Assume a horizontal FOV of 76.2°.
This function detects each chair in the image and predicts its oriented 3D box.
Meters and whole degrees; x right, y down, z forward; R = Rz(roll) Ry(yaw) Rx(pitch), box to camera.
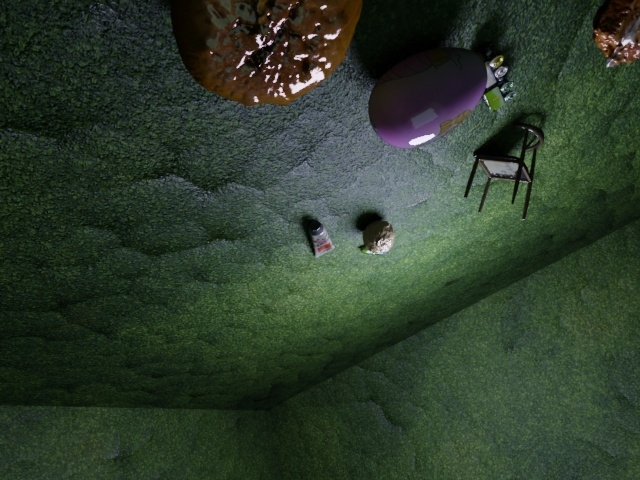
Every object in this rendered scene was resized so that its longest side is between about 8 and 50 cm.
[{"bbox_3d":[0.594,-0.227,1.315,0.188,0.166,0.273,25,82,-49],"label":"chair"}]

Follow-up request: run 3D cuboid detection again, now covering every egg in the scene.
[{"bbox_3d":[0.205,-0.012,1.422,0.118,0.116,0.140,-32,173,7],"label":"egg"},{"bbox_3d":[0.236,-0.321,0.908,0.271,0.196,0.196,-36,146,13],"label":"egg"}]

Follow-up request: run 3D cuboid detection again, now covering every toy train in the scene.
[{"bbox_3d":[0.430,-0.405,1.025,0.081,0.060,0.202,-31,146,24],"label":"toy train"}]

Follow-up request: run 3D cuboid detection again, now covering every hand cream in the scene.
[{"bbox_3d":[0.000,0.000,1.386,0.080,0.050,0.234,-26,154,-2],"label":"hand cream"}]

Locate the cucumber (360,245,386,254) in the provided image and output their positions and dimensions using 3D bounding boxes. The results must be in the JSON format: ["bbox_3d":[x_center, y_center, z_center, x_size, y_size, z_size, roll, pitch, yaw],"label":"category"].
[{"bbox_3d":[0.218,0.038,1.579,0.154,0.037,0.037,3,140,-36],"label":"cucumber"}]

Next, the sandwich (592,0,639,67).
[{"bbox_3d":[0.777,-0.542,0.941,0.250,0.162,0.301,-6,142,-18],"label":"sandwich"}]

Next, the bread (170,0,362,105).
[{"bbox_3d":[-0.089,-0.373,0.658,0.311,0.173,0.312,-20,149,-13],"label":"bread"}]
